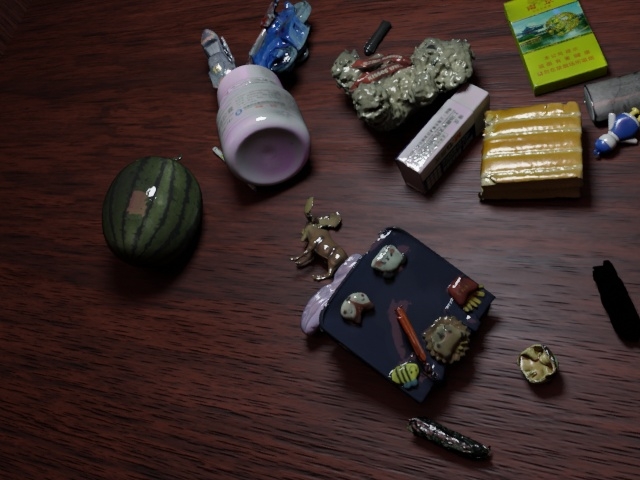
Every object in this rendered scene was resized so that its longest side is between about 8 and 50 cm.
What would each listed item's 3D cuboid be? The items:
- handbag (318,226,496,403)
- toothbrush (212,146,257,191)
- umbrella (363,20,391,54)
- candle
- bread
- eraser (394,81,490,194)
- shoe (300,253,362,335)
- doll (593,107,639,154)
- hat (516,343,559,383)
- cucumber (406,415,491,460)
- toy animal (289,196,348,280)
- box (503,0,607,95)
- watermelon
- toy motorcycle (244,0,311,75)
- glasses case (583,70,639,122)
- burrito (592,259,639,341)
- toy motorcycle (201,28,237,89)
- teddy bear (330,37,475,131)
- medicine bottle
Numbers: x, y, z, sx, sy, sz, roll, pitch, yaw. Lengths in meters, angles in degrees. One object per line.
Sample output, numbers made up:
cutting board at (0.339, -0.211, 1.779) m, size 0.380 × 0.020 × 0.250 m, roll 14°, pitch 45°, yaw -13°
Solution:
handbag at (0.197, 0.167, 1.284) m, size 0.329 × 0.122 × 0.303 m, roll 36°, pitch 82°, yaw 13°
toothbrush at (-0.276, -0.232, 1.777) m, size 0.022 × 0.026 × 0.263 m, roll -40°, pitch 57°, yaw -8°
umbrella at (0.180, -0.652, 1.797) m, size 0.133 × 0.031 × 0.036 m, roll -56°, pitch 32°, yaw -10°
candle at (0.203, 0.220, 1.200) m, size 0.026 × 0.021 × 0.167 m, roll -23°, pitch 78°, yaw -16°
bread at (0.518, -0.223, 1.395) m, size 0.246 × 0.111 × 0.239 m, roll -1°, pitch 62°, yaw 25°
eraser at (0.330, -0.270, 1.486) m, size 0.086 × 0.130 × 0.287 m, roll 38°, pitch 82°, yaw 31°
shoe at (0.061, 0.160, 1.406) m, size 0.138 × 0.095 × 0.245 m, roll 39°, pitch 83°, yaw 24°
doll at (0.721, -0.259, 1.358) m, size 0.143 × 0.057 × 0.099 m, roll -44°, pitch 94°, yaw 6°
hat at (0.472, 0.268, 1.201) m, size 0.076 × 0.059 × 0.077 m, roll -38°, pitch 50°, yaw 20°
cucumber at (0.276, 0.429, 1.206) m, size 0.182 × 0.053 × 0.053 m, roll 17°, pitch 73°, yaw 27°
toy animal at (0.000, 0.000, 1.519) m, size 0.214 × 0.094 × 0.186 m, roll 40°, pitch 89°, yaw 25°
box at (0.644, -0.565, 1.553) m, size 0.187 × 0.047 × 0.335 m, roll -15°, pitch 60°, yaw 16°
watermelon at (-0.489, -0.096, 1.649) m, size 0.279 × 0.279 × 0.359 m, roll -2°, pitch 66°, yaw 22°
toy motorcycle at (-0.132, -0.644, 1.865) m, size 0.182 × 0.241 × 0.319 m, roll 22°, pitch 62°, yaw -13°
glasses case at (0.819, -0.375, 1.376) m, size 0.299 × 0.060 × 0.114 m, roll -12°, pitch 60°, yaw 17°
burrito at (0.639, 0.131, 1.208) m, size 0.058 × 0.045 × 0.188 m, roll -21°, pitch 60°, yaw 20°
toy motorcycle at (-0.321, -0.571, 1.879) m, size 0.108 × 0.173 × 0.307 m, roll -28°, pitch 59°, yaw 9°
teddy bear at (0.242, -0.461, 1.543) m, size 0.368 × 0.224 × 0.357 m, roll -33°, pitch 34°, yaw 11°
medicine bottle at (-0.182, -0.349, 1.661) m, size 0.256 × 0.256 × 0.324 m, roll -27°, pitch 51°, yaw 8°
